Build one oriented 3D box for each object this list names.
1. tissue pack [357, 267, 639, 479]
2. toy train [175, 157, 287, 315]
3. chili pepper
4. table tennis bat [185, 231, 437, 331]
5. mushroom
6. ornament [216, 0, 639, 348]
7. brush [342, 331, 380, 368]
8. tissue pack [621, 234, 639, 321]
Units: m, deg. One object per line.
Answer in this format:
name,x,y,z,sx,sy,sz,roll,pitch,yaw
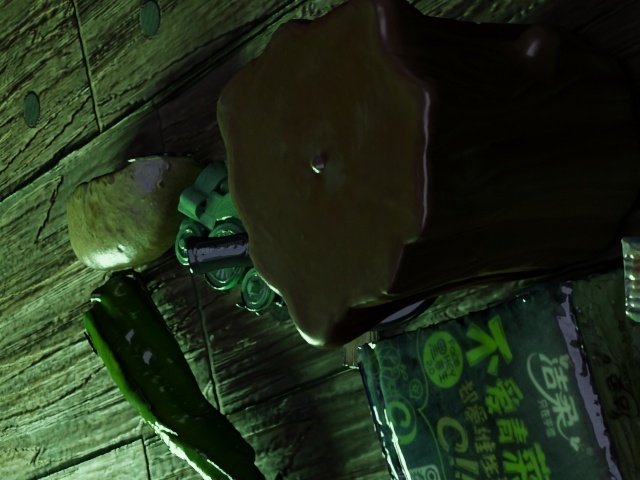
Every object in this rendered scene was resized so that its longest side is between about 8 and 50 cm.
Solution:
tissue pack,0.135,0.128,1.146,0.235,0.073,0.173,-23,82,50
toy train,-0.057,-0.003,1.383,0.178,0.071,0.105,30,108,45
chili pepper,-0.121,0.169,1.485,0.085,0.076,0.359,-46,55,13
table tennis bat,0.000,0.000,1.283,0.236,0.027,0.150,-7,88,27
mushroom,-0.183,-0.022,1.536,0.209,0.072,0.094,-13,87,51
ornament,0.077,-0.055,1.089,0.221,0.217,0.235,25,113,47
brush,0.032,0.019,1.318,0.043,0.014,0.170,0,93,50
tissue pack,0.266,0.025,0.950,0.148,0.108,0.060,3,94,50
